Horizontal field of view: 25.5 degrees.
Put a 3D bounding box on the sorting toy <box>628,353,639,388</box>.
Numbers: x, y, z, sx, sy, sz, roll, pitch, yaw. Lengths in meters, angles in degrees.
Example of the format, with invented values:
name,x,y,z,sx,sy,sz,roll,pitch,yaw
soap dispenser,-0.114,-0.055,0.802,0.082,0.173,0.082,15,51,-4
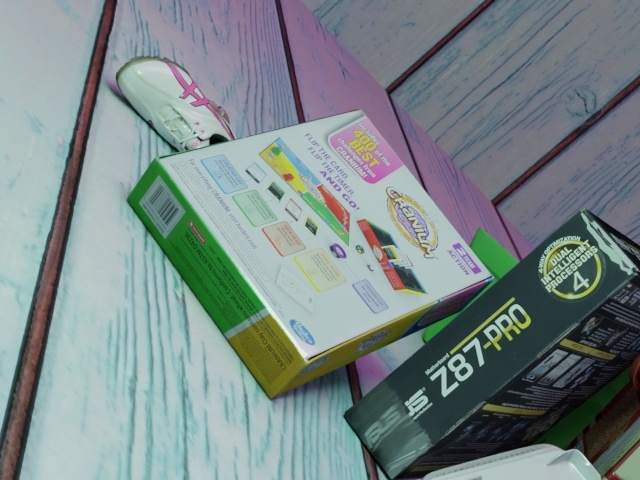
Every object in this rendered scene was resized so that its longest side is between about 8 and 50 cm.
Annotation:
name,x,y,z,sx,sy,sz,roll,pitch,yaw
sorting toy,0.398,0.149,1.626,0.102,0.061,0.042,-21,38,-36

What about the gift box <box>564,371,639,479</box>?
name,x,y,z,sx,sy,sz,roll,pitch,yaw
gift box,0.407,0.346,1.655,0.258,0.255,0.276,39,18,-2

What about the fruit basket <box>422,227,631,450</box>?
name,x,y,z,sx,sy,sz,roll,pitch,yaw
fruit basket,0.380,0.119,1.861,0.392,0.392,0.283,42,5,-30

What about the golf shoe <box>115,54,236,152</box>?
name,x,y,z,sx,sy,sz,roll,pitch,yaw
golf shoe,-0.150,-0.138,1.561,0.186,0.067,0.086,36,20,-46

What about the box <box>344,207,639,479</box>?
name,x,y,z,sx,sy,sz,roll,pitch,yaw
box,0.234,0.125,1.521,0.097,0.318,0.395,51,14,20

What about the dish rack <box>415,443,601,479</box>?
name,x,y,z,sx,sy,sz,roll,pitch,yaw
dish rack,0.242,0.320,1.306,0.285,0.072,0.333,-3,46,-48

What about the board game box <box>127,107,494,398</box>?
name,x,y,z,sx,sy,sz,roll,pitch,yaw
board game box,0.000,0.000,1.391,0.316,0.064,0.242,-18,66,-49
